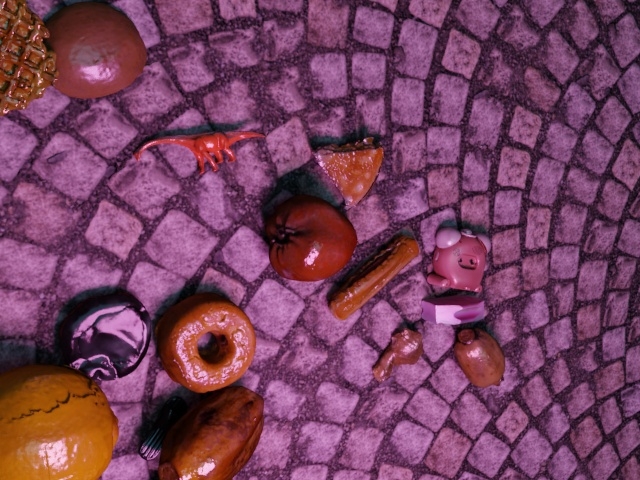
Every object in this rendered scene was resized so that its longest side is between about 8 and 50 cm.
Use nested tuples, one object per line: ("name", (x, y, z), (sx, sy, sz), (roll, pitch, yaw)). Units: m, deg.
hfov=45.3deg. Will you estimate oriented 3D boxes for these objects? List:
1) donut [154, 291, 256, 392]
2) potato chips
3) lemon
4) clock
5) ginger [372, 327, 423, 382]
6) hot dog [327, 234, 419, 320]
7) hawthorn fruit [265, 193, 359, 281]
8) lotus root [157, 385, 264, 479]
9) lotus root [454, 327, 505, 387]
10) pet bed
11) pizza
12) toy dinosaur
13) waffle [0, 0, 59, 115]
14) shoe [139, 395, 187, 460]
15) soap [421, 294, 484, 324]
("donut", (-0.253, 0.227, 1.700), (0.227, 0.114, 0.226), (-5, 101, -27))
("potato chips", (-0.443, -0.372, 1.509), (0.208, 0.062, 0.195), (14, 91, -26))
("lemon", (-0.548, 0.377, 1.483), (0.297, 0.297, 0.297), (-6, 103, -26))
("clock", (0.369, 0.047, 1.998), (0.166, 0.093, 0.162), (9, 93, -28))
("ginger", (0.206, 0.301, 1.982), (0.096, 0.067, 0.165), (35, 97, -28))
("hot dog", (0.129, 0.087, 1.896), (0.289, 0.068, 0.083), (-40, 138, -20))
("hawthorn fruit", (0.000, 0.000, 1.751), (0.251, 0.199, 0.199), (6, 98, -39))
("lotus root", (-0.245, 0.436, 1.673), (0.291, 0.193, 0.193), (-46, 123, -50))
("lotus root", (0.442, 0.328, 2.080), (0.125, 0.118, 0.221), (-37, 113, 2))
("pet bed", (-0.454, 0.205, 1.625), (0.201, 0.053, 0.201), (-5, 102, -27))
("pizza", (0.054, -0.177, 1.810), (0.195, 0.052, 0.185), (22, 97, -33))
("toy dinosaur", (-0.255, -0.194, 1.648), (0.280, 0.055, 0.101), (-20, 100, -21))
("waffle", (-0.623, -0.352, 1.413), (0.245, 0.052, 0.254), (-26, 110, -9))
("shoe", (-0.349, 0.431, 1.727), (0.062, 0.053, 0.159), (35, 86, -25))
("soap", (0.352, 0.181, 2.009), (0.149, 0.100, 0.056), (-6, 103, -26))
